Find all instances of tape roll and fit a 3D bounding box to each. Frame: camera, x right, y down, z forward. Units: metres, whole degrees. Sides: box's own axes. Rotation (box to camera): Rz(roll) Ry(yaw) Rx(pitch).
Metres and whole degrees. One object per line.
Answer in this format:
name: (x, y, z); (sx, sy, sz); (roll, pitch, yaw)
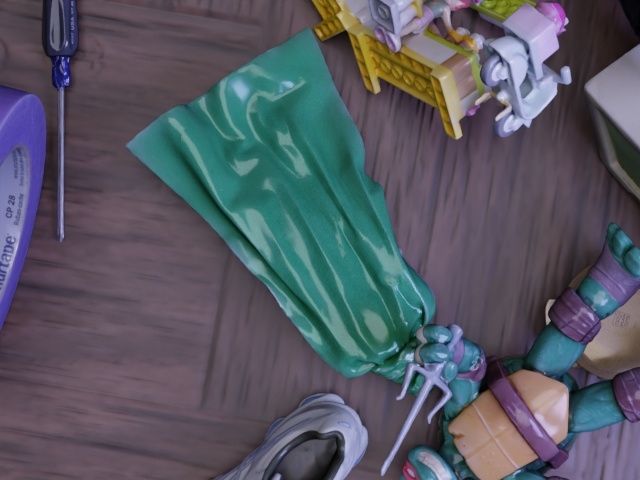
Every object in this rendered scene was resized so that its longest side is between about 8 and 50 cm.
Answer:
tape roll: (-0.227, -0.004, 0.884); (0.080, 0.189, 0.189); (14, 88, 1)

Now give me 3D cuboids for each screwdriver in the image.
screwdriver: (-0.167, -0.084, 0.977); (0.024, 0.025, 0.170); (0, 96, 0)

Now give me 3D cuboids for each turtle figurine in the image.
turtle figurine: (0.119, 0.107, 0.903); (0.234, 0.118, 0.175); (-39, 99, 7)

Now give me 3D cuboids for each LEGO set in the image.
LEGO set: (0.053, -0.175, 0.936); (0.107, 0.132, 0.287); (-35, 64, -18)

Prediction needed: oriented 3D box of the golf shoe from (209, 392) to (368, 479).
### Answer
golf shoe: (-0.043, 0.166, 0.927); (0.069, 0.086, 0.176); (40, 90, 0)

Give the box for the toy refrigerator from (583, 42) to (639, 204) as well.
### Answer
toy refrigerator: (0.267, 0.000, 0.869); (0.094, 0.102, 0.269); (-36, 61, -2)

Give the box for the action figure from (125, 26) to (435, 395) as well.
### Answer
action figure: (0.000, 0.000, 0.945); (0.137, 0.063, 0.232); (-34, 84, -3)

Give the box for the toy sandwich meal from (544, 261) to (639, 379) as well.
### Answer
toy sandwich meal: (0.185, 0.051, 0.960); (0.085, 0.029, 0.086); (0, 87, -3)

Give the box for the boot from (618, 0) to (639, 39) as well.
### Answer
boot: (0.391, -0.156, 0.851); (0.445, 0.146, 0.367); (-4, 67, -15)
